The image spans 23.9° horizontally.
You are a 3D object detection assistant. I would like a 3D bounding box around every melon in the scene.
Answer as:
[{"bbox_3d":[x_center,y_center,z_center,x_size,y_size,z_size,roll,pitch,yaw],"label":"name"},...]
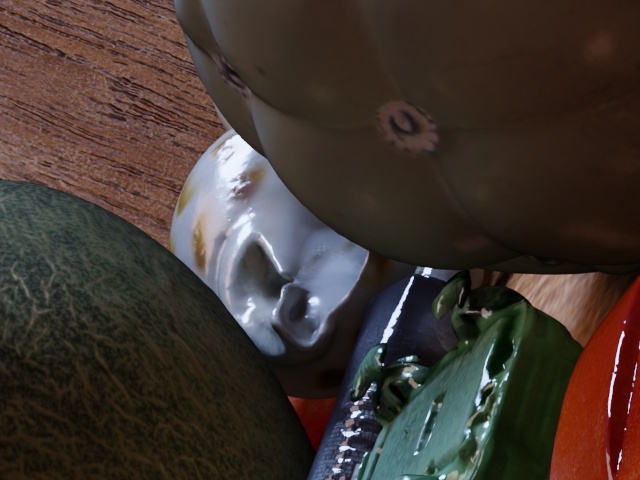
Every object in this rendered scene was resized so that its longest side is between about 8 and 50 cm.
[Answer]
[{"bbox_3d":[-0.131,0.118,0.754,0.248,0.329,0.248,-46,6,6],"label":"melon"}]

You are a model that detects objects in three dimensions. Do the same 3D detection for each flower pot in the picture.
[{"bbox_3d":[0.064,-0.109,0.531,0.246,0.195,0.246,-64,3,7],"label":"flower pot"}]

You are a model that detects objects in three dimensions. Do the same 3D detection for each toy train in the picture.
[{"bbox_3d":[0.046,0.083,0.496,0.149,0.081,0.099,-49,15,54],"label":"toy train"}]

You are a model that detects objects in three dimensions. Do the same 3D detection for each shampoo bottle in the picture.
[{"bbox_3d":[0.043,0.064,0.718,0.063,0.057,0.207,122,172,-60],"label":"shampoo bottle"}]

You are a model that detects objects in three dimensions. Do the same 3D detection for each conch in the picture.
[{"bbox_3d":[0.000,0.000,0.898,0.183,0.149,0.275,-33,36,11],"label":"conch"}]

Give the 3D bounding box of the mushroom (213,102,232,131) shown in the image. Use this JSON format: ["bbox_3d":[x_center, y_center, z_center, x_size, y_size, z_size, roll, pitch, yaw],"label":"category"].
[{"bbox_3d":[0.022,-0.241,1.327,0.325,0.353,0.353,-30,-18,-35],"label":"mushroom"}]

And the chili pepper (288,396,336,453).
[{"bbox_3d":[-0.022,0.148,1.044,0.071,0.063,0.272,49,-118,-77],"label":"chili pepper"}]

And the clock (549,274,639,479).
[{"bbox_3d":[0.101,0.010,0.315,0.155,0.061,0.113,117,176,-48],"label":"clock"}]
